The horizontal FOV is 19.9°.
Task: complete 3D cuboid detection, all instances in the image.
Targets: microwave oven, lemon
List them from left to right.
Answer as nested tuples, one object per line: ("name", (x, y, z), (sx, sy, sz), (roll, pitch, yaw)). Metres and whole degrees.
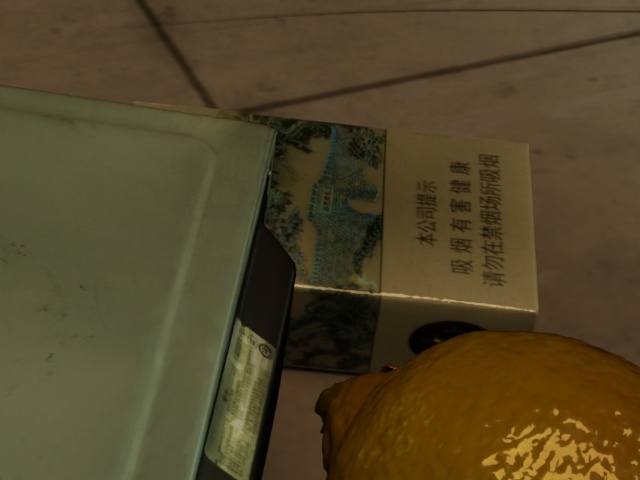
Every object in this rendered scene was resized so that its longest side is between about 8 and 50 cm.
("microwave oven", (-0.172, 0.113, 0.840), (0.286, 0.218, 0.355), (9, 40, 0))
("lemon", (0.105, 0.140, 0.871), (0.257, 0.188, 0.188), (25, 43, 19))

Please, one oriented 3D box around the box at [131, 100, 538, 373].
("box", (0.000, 0.000, 1.111), (0.257, 0.069, 0.164), (6, 40, -1))
